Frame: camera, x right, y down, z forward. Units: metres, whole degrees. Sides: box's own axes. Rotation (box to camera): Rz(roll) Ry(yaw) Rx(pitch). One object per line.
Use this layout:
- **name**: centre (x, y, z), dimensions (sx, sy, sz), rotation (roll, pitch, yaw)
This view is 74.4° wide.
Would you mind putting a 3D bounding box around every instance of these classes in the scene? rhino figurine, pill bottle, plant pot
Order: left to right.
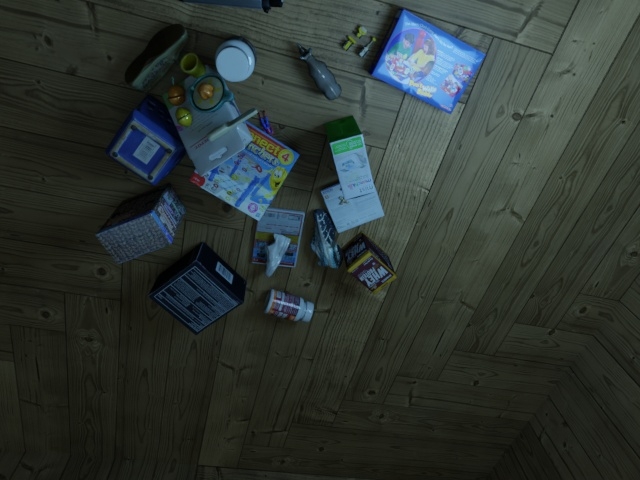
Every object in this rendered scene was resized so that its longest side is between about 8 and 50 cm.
- **plant pot**: centre (-0.619, -0.356, 1.543), dimensions (0.236, 0.212, 0.236), rotation (37, 111, -22)
- **pill bottle**: centre (-0.284, -0.607, 1.415), dimensions (0.131, 0.229, 0.131), rotation (-2, 121, -4)
- **pill bottle**: centre (-0.153, 0.319, 2.027), dimensions (0.221, 0.121, 0.121), rotation (19, 117, -15)
- **rhino figurine**: centre (-0.006, -0.605, 1.510), dimensions (0.073, 0.106, 0.243), rotation (-35, 117, 14)

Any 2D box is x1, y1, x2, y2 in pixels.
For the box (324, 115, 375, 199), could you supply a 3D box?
- **box**: centre (0.111, -0.319, 1.598), dimensions (0.127, 0.261, 0.230), rotation (-15, 121, 4)

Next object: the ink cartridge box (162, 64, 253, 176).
- **ink cartridge box**: centre (-0.381, -0.401, 1.476), dimensions (0.207, 0.119, 0.353), rotation (-29, 76, 12)

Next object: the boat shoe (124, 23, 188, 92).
- **boat shoe**: centre (-0.556, -0.631, 1.465), dimensions (0.285, 0.104, 0.089), rotation (-32, 155, 18)

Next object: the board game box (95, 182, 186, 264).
- **board game box**: centre (-0.690, -0.074, 1.655), dimensions (0.232, 0.291, 0.141), rotation (-20, 120, 6)

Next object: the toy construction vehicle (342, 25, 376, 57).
- **toy construction vehicle**: centre (0.139, -0.707, 1.511), dimensions (0.086, 0.035, 0.098), rotation (38, 108, -11)

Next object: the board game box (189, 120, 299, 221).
- **board game box**: centre (-0.287, -0.280, 1.613), dimensions (0.309, 0.086, 0.301), rotation (30, 96, -11)

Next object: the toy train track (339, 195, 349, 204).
- **toy train track**: centre (0.112, -0.181, 1.768), dimensions (0.048, 0.014, 0.083), rotation (31, 111, -20)

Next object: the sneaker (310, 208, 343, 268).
- **sneaker**: centre (0.000, 0.000, 1.864), dimensions (0.122, 0.110, 0.282), rotation (-5, 111, 29)

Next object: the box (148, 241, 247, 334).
- **box**: centre (-0.545, 0.217, 1.898), dimensions (0.294, 0.182, 0.296), rotation (-35, 115, 13)

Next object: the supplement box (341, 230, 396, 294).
- **supplement box**: centre (0.215, 0.098, 1.887), dimensions (0.129, 0.194, 0.191), rotation (-41, 115, 17)

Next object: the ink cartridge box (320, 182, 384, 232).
- **ink cartridge box**: centre (0.138, -0.167, 1.813), dimensions (0.224, 0.045, 0.223), rotation (-20, 119, 6)

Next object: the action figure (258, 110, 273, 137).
- **action figure**: centre (-0.209, -0.442, 1.635), dimensions (0.038, 0.030, 0.115), rotation (-21, 122, 2)

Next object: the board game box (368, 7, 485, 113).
- **board game box**: centre (0.384, -0.645, 1.537), dimensions (0.348, 0.078, 0.233), rotation (20, 116, -16)

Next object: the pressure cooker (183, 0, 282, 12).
- **pressure cooker**: centre (-0.227, -0.858, 1.195), dimensions (0.421, 0.369, 0.375), rotation (4, 123, -3)

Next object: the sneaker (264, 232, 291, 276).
- **sneaker**: centre (-0.215, 0.062, 1.880), dimensions (0.094, 0.080, 0.212), rotation (26, 108, -6)

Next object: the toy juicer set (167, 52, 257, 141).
- **toy juicer set**: centre (-0.386, -0.447, 1.371), dimensions (0.329, 0.089, 0.209), rotation (44, 96, 17)

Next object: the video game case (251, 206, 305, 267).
- **video game case**: centre (-0.192, -0.012, 1.887), dimensions (0.204, 0.025, 0.284), rotation (7, 119, -9)
